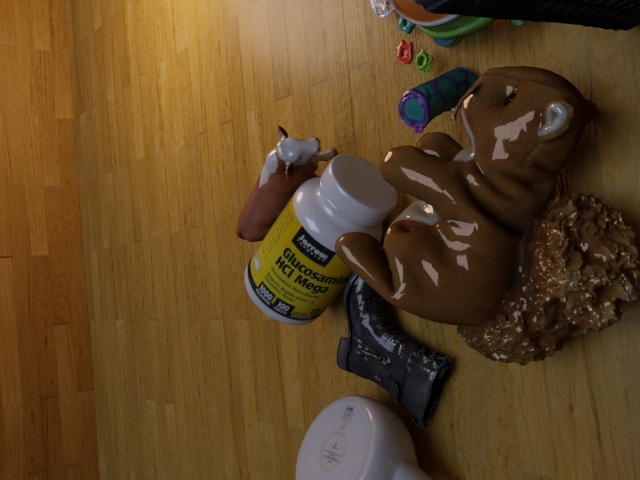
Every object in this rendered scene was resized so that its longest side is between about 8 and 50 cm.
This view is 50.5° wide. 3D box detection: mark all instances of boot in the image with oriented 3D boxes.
[{"bbox_3d":[0.145,0.182,1.243,0.229,0.091,0.263,23,114,41],"label":"boot"}]

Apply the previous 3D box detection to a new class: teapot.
[{"bbox_3d":[0.087,0.421,1.249,0.252,0.187,0.256,-46,29,19],"label":"teapot"}]

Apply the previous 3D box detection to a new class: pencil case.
[{"bbox_3d":[0.194,-0.228,1.093,0.064,0.152,0.070,9,120,48],"label":"pencil case"}]

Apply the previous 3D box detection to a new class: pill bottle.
[{"bbox_3d":[0.000,0.000,1.310,0.334,0.188,0.188,-54,54,37],"label":"pill bottle"}]

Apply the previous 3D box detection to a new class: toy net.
[{"bbox_3d":[0.157,-0.394,1.215,0.232,0.045,0.122,51,130,37],"label":"toy net"}]

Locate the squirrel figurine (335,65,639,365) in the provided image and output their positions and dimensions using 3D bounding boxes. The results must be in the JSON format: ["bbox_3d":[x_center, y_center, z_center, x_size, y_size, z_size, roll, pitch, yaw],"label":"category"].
[{"bbox_3d":[0.279,-0.037,0.969,0.397,0.281,0.370,45,115,22],"label":"squirrel figurine"}]

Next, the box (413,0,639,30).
[{"bbox_3d":[0.359,-0.419,0.583,0.480,0.472,0.297,-18,90,45],"label":"box"}]

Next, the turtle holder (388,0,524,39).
[{"bbox_3d":[0.201,-0.472,0.992,0.243,0.227,0.320,37,102,48],"label":"turtle holder"}]

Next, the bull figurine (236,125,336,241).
[{"bbox_3d":[-0.062,-0.110,1.377,0.310,0.188,0.101,-51,56,39],"label":"bull figurine"}]
